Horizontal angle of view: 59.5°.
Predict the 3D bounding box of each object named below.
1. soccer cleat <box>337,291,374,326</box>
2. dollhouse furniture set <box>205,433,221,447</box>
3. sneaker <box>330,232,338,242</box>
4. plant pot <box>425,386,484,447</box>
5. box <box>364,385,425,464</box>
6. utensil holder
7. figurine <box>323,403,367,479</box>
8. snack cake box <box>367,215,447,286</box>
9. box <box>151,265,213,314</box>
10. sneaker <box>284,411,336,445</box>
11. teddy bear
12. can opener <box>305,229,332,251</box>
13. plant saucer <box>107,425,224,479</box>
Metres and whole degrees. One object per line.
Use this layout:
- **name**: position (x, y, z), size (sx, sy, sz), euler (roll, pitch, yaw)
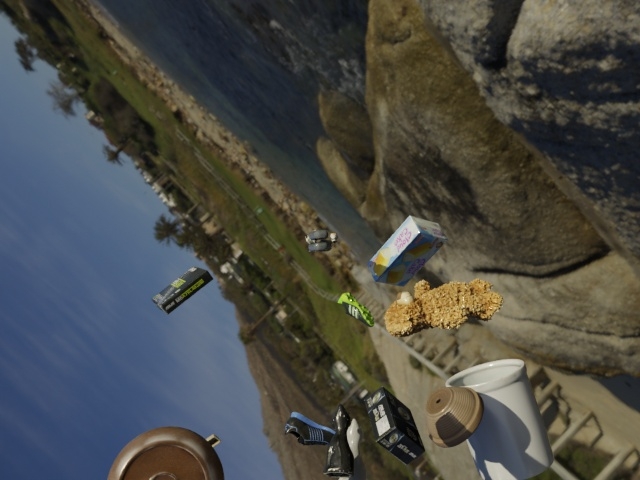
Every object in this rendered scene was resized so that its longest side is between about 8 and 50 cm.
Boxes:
- **soccer cleat**: position (0.147, 0.290, 2.280), size (0.179, 0.072, 0.060), euler (46, -146, 12)
- **dollhouse furniture set**: position (-0.357, 0.618, 1.640), size (0.091, 0.114, 0.081), euler (46, -165, -28)
- **sneaker**: position (0.054, -0.006, 2.236), size (0.083, 0.031, 0.037), euler (41, -134, -79)
- **plant pot**: position (0.454, 0.605, 1.996), size (0.110, 0.237, 0.237), euler (45, 177, -16)
- **box**: position (0.223, 0.558, 1.696), size (0.147, 0.077, 0.180), euler (43, -166, -23)
- **utensil holder**: position (0.713, 0.711, 2.232), size (0.327, 0.327, 0.386), euler (90, 163, -86)
- **figurine**: position (0.089, 0.652, 1.770), size (0.215, 0.092, 0.210), euler (59, -151, -47)
- **snack cake box**: position (0.310, 0.044, 2.012), size (0.152, 0.264, 0.089), euler (13, -141, -35)
- **box**: position (-0.458, 0.160, 1.843), size (0.045, 0.184, 0.190), euler (54, 161, -17)
- **sneaker**: position (-0.025, 0.739, 2.106), size (0.232, 0.091, 0.081), euler (25, 145, 3)
- **teddy bear**: position (0.343, 0.175, 1.581), size (0.245, 0.337, 0.113), euler (-74, -25, -59)
- **can opener**: position (0.000, 0.000, 1.833), size (0.280, 0.093, 0.074), euler (161, 107, -86)
- **plant saucer**: position (-0.410, 0.652, 1.471), size (0.310, 0.310, 0.050), euler (45, 165, 7)
